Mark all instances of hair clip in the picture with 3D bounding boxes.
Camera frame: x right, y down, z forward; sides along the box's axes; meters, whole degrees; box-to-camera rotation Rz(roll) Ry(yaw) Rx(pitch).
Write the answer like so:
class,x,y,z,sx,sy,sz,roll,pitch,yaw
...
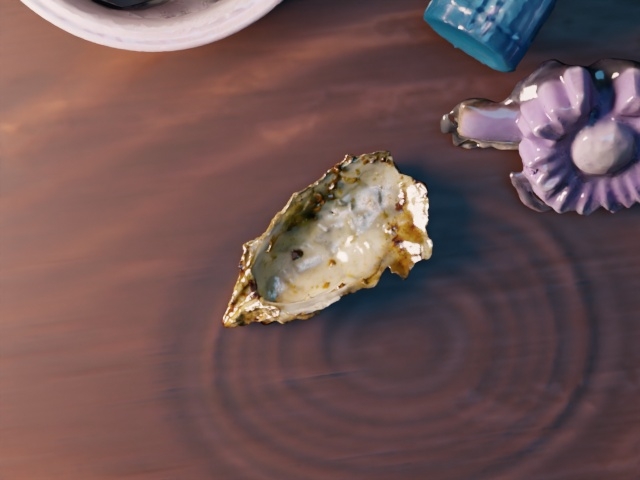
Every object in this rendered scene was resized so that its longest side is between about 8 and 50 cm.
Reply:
class,x,y,z,sx,sy,sz,roll,pitch,yaw
hair clip,0.214,-0.066,0.966,0.292,0.085,0.106,-3,133,1

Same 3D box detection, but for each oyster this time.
class,x,y,z,sx,sy,sz,roll,pitch,yaw
oyster,0.000,0.000,0.982,0.132,0.029,0.086,-14,84,2

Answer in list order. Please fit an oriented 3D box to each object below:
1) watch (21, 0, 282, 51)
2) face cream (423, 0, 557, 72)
class,x,y,z,sx,sy,sz,roll,pitch,yaw
watch,-0.062,-0.201,0.910,0.244,0.196,0.231,37,95,-4
face cream,0.172,-0.249,0.963,0.163,0.080,0.337,32,89,-2
